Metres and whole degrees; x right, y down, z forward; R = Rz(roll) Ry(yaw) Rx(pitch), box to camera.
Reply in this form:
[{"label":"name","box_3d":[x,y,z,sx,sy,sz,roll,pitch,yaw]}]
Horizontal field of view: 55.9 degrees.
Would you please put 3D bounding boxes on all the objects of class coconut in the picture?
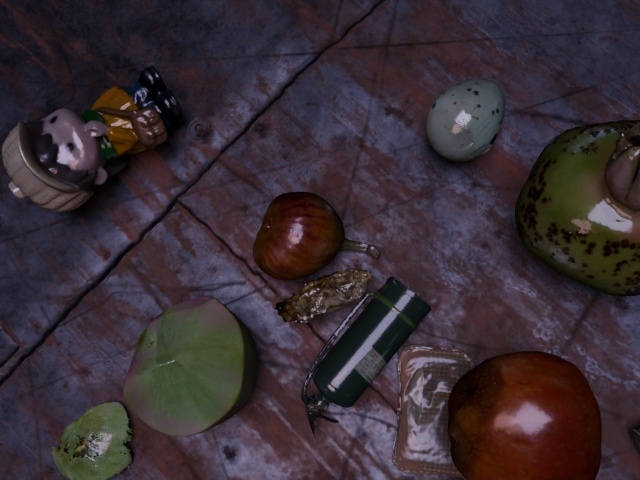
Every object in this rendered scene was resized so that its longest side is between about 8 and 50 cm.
[{"label":"coconut","box_3d":[-0.396,0.362,1.058,0.133,0.055,0.158,33,85,14]},{"label":"coconut","box_3d":[-0.207,0.205,0.975,0.235,0.236,0.205,-31,73,0]}]

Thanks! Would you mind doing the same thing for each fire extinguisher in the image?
[{"label":"fire extinguisher","box_3d":[0.058,0.199,1.016,0.118,0.093,0.294,42,86,-28]}]

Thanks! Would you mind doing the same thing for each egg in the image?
[{"label":"egg","box_3d":[0.260,-0.214,1.058,0.164,0.131,0.131,-43,76,-10]}]

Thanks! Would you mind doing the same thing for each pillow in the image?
[{"label":"pillow","box_3d":[0.190,0.283,1.011,0.135,0.034,0.211,2,77,8]}]

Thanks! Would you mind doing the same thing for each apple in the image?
[{"label":"apple","box_3d":[0.298,0.275,0.905,0.229,0.230,0.230,-1,78,7]}]

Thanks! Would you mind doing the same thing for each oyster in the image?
[{"label":"oyster","box_3d":[0.005,0.089,1.039,0.177,0.105,0.056,-16,105,3]}]

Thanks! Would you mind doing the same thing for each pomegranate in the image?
[{"label":"pomegranate","box_3d":[0.449,-0.069,0.893,0.284,0.341,0.285,-2,74,7]}]

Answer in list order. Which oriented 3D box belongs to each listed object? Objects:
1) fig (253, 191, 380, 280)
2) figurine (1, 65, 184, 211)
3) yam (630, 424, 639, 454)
[{"label":"fig","box_3d":[-0.023,-0.016,1.053,0.202,0.148,0.150,-22,109,-36]},{"label":"figurine","box_3d":[-0.423,-0.182,1.139,0.332,0.204,0.185,-29,73,-29]},{"label":"yam","box_3d":[0.566,0.297,0.938,0.141,0.079,0.079,-26,76,2]}]
